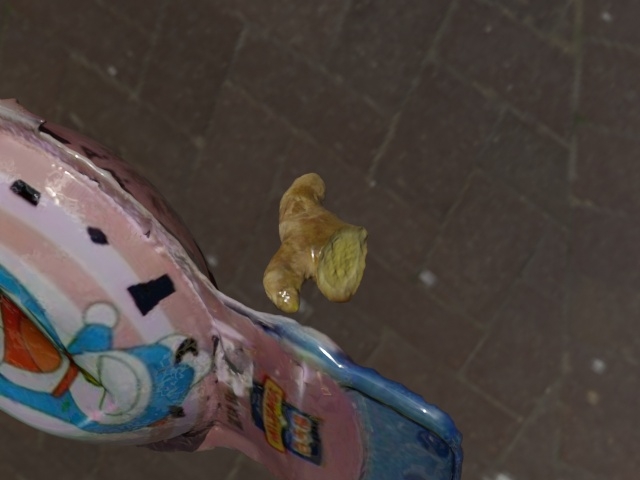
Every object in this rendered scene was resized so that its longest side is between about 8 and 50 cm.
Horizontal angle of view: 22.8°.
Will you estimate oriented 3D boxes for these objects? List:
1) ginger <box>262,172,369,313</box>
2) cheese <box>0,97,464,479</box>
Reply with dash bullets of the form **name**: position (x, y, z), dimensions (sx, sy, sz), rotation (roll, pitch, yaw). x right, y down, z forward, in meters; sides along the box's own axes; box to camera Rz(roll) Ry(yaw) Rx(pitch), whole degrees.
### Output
- **ginger**: position (0.001, 0.000, 0.773), dimensions (0.048, 0.097, 0.030), rotation (14, 130, -3)
- **cheese**: position (-0.071, 0.033, 0.609), dimensions (0.286, 0.074, 0.189), rotation (26, 145, 20)
